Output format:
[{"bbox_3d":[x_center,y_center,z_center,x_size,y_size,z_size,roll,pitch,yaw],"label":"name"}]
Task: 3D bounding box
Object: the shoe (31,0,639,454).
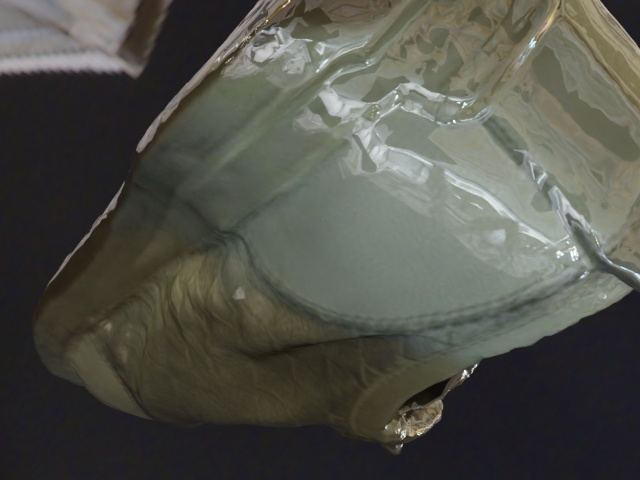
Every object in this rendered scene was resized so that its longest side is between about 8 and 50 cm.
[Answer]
[{"bbox_3d":[0.000,0.000,0.432,0.098,0.275,0.103,42,-109,-4],"label":"shoe"}]
